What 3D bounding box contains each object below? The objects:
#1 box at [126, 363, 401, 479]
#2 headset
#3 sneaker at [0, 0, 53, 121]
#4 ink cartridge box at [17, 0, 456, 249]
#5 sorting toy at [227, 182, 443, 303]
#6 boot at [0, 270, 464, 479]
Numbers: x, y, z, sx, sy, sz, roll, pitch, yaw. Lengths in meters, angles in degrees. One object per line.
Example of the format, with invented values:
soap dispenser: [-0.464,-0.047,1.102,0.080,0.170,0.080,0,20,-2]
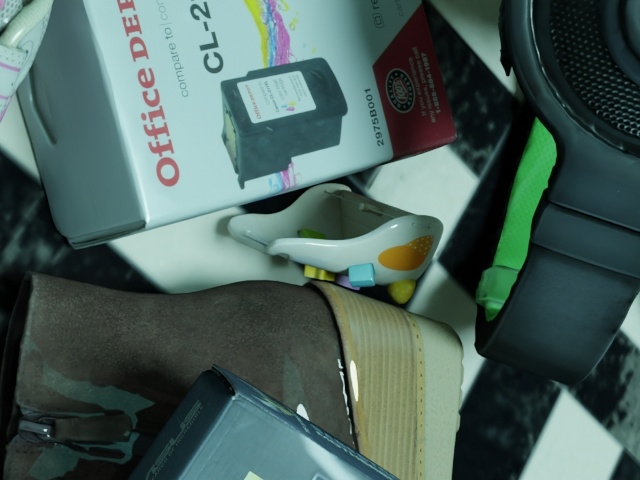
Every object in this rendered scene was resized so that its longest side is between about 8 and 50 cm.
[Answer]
box: [-0.029,0.192,0.537,0.183,0.059,0.233,34,86,-17]
headset: [0.123,-0.128,0.611,0.185,0.394,0.243,19,29,2]
sneaker: [-0.160,-0.064,0.509,0.103,0.111,0.252,17,74,-33]
ink cartridge box: [-0.039,-0.080,0.624,0.175,0.072,0.127,-18,95,-37]
sorting toy: [0.000,0.000,0.647,0.075,0.083,0.045,5,99,-31]
boot: [-0.040,0.139,0.605,0.207,0.090,0.248,5,82,-23]
